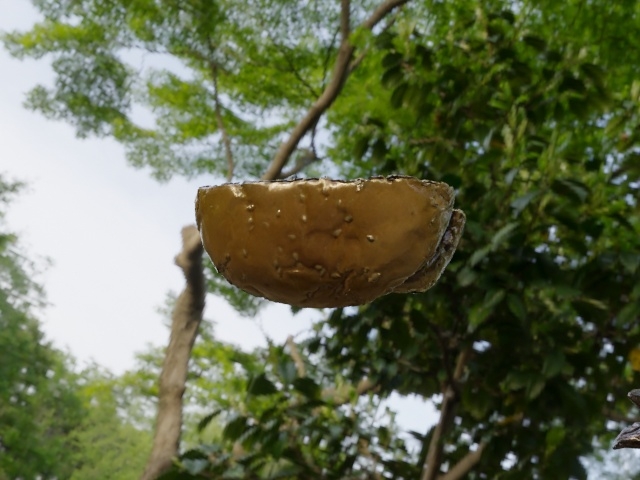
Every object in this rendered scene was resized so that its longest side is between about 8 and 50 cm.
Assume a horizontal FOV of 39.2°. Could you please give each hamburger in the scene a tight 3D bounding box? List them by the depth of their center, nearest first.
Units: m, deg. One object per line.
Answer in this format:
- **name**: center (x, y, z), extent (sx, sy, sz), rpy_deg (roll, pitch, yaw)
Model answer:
- **hamburger**: center (0.000, 0.000, 0.872), extent (0.262, 0.131, 0.124), rpy_deg (2, -17, 19)

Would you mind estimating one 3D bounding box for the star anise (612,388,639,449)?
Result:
- **star anise**: center (0.341, 0.176, 0.826), extent (0.141, 0.141, 0.042), rpy_deg (20, 18, 5)
